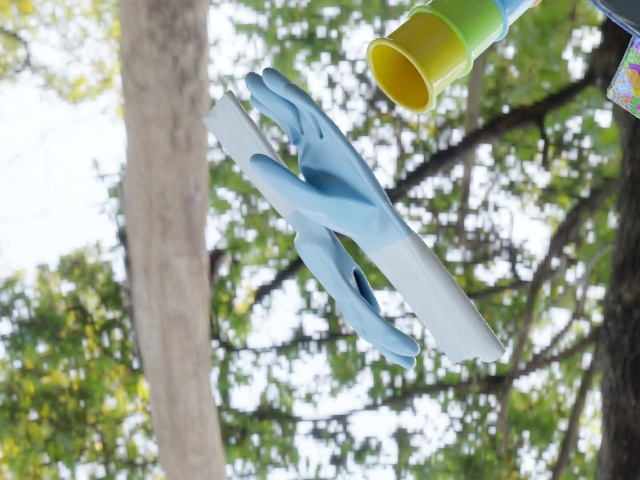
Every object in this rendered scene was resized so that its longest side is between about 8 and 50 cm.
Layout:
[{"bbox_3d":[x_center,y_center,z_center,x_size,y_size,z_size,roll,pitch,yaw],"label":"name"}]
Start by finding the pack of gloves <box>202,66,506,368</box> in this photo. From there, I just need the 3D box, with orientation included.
[{"bbox_3d":[0.000,0.000,0.933,0.046,0.195,0.232,-38,-86,-19],"label":"pack of gloves"}]

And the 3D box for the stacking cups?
[{"bbox_3d":[0.192,-0.260,1.535,0.316,0.096,0.096,-40,-125,-21],"label":"stacking cups"}]

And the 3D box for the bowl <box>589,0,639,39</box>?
[{"bbox_3d":[0.261,-0.257,1.023,0.391,0.391,0.077,35,-104,32],"label":"bowl"}]

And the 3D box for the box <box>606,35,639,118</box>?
[{"bbox_3d":[0.452,-0.260,1.367,0.177,0.290,0.279,35,-119,13],"label":"box"}]
